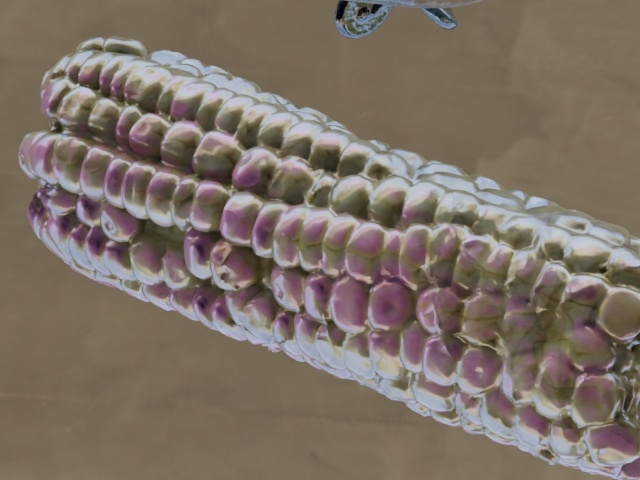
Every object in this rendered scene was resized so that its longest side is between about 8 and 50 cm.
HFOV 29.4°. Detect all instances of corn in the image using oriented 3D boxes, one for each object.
[{"bbox_3d":[0.000,0.002,0.541,0.335,0.127,0.126,23,-91,33],"label":"corn"}]

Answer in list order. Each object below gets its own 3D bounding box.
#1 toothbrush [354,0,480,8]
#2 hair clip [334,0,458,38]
[{"bbox_3d":[-0.030,-0.079,0.338,0.028,0.375,0.037,36,-64,25],"label":"toothbrush"},{"bbox_3d":[0.060,-0.221,0.662,0.070,0.039,0.229,3,-103,39],"label":"hair clip"}]
